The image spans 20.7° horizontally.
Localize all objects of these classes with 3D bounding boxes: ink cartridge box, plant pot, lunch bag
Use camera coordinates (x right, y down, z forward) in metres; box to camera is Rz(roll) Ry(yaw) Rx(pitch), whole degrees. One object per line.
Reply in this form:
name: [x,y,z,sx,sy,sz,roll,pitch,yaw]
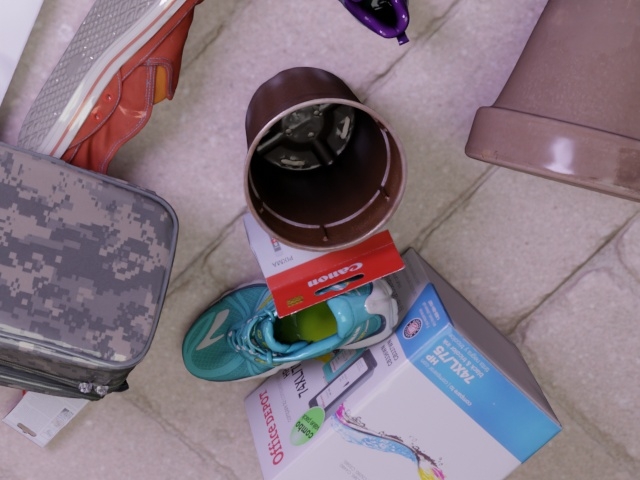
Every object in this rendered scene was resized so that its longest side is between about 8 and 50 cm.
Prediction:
ink cartridge box: [0.085,0.194,1.943,0.270,0.198,0.197,-43,114,10]
plant pot: [-0.006,-0.097,1.812,0.167,0.165,0.167,-3,115,-7]
ink cartridge box: [0.000,0.000,1.849,0.145,0.179,0.045,-22,116,0]
lunch bag: [-0.315,0.045,1.793,0.305,0.256,0.212,16,69,-15]
plant pot: [0.301,-0.163,1.809,0.263,0.263,0.229,13,94,-15]
ink cartridge box: [-0.298,0.173,1.960,0.063,0.029,0.115,39,104,-23]

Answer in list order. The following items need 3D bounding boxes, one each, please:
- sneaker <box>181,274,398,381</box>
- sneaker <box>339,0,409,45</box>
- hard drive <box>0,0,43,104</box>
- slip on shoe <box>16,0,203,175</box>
sneaker: [-0.050,0.091,1.877,0.275,0.110,0.107,-19,89,35]
sneaker: [0.021,-0.293,1.764,0.083,0.098,0.224,-42,115,10]
hard drive: [-0.459,-0.224,1.743,0.319,0.040,0.210,20,110,-18]
slip on shoe: [-0.183,-0.190,1.772,0.101,0.123,0.331,25,112,-32]
